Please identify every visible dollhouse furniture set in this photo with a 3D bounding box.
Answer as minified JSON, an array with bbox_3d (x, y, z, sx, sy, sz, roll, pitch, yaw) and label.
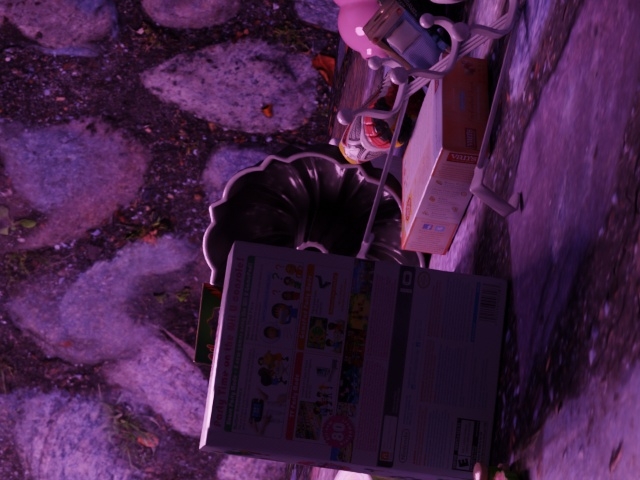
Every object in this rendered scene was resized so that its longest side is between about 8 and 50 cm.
[{"bbox_3d":[0.169,-0.317,2.119,0.184,0.129,0.129,-50,13,10],"label":"dollhouse furniture set"}]

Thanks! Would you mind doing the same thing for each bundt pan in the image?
[{"bbox_3d":[0.000,0.000,2.235,0.124,0.330,0.331,-65,-12,-62],"label":"bundt pan"}]

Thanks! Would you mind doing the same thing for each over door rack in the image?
[{"bbox_3d":[0.124,-0.140,1.782,0.239,0.108,0.324,-34,42,47],"label":"over door rack"}]

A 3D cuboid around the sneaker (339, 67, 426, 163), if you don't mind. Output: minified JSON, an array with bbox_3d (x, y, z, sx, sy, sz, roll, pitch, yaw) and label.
[{"bbox_3d":[0.086,-0.178,2.146,0.092,0.088,0.225,-32,8,33],"label":"sneaker"}]

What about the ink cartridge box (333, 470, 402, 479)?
[{"bbox_3d":[0.057,0.335,1.934,0.109,0.062,0.209,-63,29,20],"label":"ink cartridge box"}]

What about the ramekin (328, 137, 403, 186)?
[{"bbox_3d":[0.062,-0.019,2.450,0.277,0.135,0.277,-171,90,-85],"label":"ramekin"}]

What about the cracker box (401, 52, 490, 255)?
[{"bbox_3d":[0.160,-0.109,1.977,0.232,0.067,0.156,106,169,-55],"label":"cracker box"}]

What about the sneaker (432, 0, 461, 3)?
[{"bbox_3d":[0.147,-0.431,2.023,0.135,0.150,0.366,49,-141,-33],"label":"sneaker"}]

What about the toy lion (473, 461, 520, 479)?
[{"bbox_3d":[0.173,0.268,1.490,0.096,0.034,0.100,-118,36,-68],"label":"toy lion"}]

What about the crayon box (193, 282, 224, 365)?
[{"bbox_3d":[0.009,0.098,1.887,0.202,0.318,0.081,-93,14,-62],"label":"crayon box"}]

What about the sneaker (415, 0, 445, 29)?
[{"bbox_3d":[0.168,-0.438,2.260,0.109,0.130,0.286,52,162,43],"label":"sneaker"}]

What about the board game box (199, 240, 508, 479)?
[{"bbox_3d":[0.036,0.136,1.648,0.097,0.303,0.224,125,154,-77],"label":"board game box"}]

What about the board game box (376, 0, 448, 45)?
[{"bbox_3d":[0.137,-0.324,2.285,0.026,0.126,0.186,-38,11,0],"label":"board game box"}]

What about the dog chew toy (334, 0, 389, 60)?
[{"bbox_3d":[0.094,-0.471,2.585,0.206,0.206,0.332,146,125,-82],"label":"dog chew toy"}]
